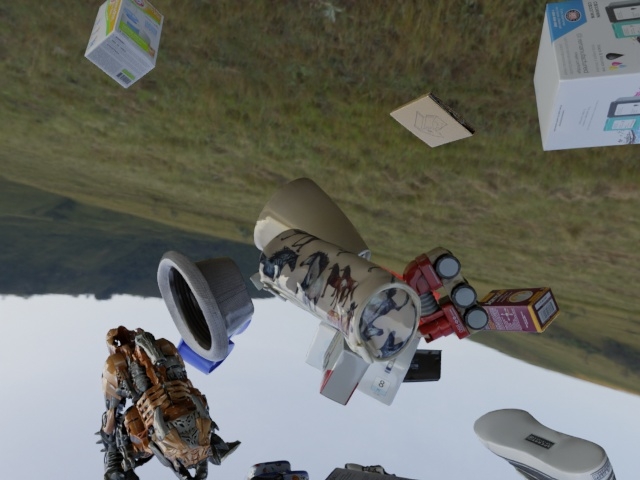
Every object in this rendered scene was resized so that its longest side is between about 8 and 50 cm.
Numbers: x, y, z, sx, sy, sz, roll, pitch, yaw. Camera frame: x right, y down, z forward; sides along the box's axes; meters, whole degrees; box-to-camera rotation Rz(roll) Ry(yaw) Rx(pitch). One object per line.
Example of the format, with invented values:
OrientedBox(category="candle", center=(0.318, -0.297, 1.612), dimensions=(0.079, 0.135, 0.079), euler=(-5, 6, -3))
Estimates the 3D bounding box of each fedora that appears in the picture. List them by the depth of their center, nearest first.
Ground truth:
OrientedBox(category="fedora", center=(-0.224, 0.117, 1.047), dimensions=(0.124, 0.243, 0.275), euler=(-25, 177, -30))

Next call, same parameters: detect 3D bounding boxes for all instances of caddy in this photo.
OrientedBox(category="caddy", center=(-0.386, 0.319, 1.788), dimensions=(0.179, 0.241, 0.341), euler=(35, -177, 5))

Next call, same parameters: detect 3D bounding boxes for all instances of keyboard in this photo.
OrientedBox(category="keyboard", center=(0.334, 0.423, 1.887), dimensions=(0.317, 0.201, 0.033), euler=(10, 170, -34))

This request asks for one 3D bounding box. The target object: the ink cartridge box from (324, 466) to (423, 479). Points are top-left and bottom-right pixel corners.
OrientedBox(category="ink cartridge box", center=(0.134, 0.584, 1.057), dimensions=(0.330, 0.071, 0.324), euler=(-3, 178, 22))

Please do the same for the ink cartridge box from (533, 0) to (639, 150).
OrientedBox(category="ink cartridge box", center=(0.556, -0.309, 0.934), dimensions=(0.270, 0.198, 0.197), euler=(-2, 152, 14))

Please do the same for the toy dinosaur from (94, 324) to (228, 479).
OrientedBox(category="toy dinosaur", center=(-0.209, 0.196, 0.649), dimensions=(0.164, 0.218, 0.322), euler=(-6, -157, -13))

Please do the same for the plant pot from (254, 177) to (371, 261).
OrientedBox(category="plant pot", center=(0.000, 0.000, 1.437), dimensions=(0.274, 0.256, 0.256), euler=(37, -165, 25))

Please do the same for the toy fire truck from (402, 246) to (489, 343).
OrientedBox(category="toy fire truck", center=(0.254, 0.156, 1.264), dimensions=(0.246, 0.217, 0.158), euler=(-29, -175, 8))

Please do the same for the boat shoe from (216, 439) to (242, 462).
OrientedBox(category="boat shoe", center=(-0.278, 0.626, 1.537), dimensions=(0.042, 0.049, 0.133), euler=(40, -173, 15))

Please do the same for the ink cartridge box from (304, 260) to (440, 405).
OrientedBox(category="ink cartridge box", center=(0.160, 0.282, 1.606), dimensions=(0.308, 0.385, 0.091), euler=(25, -165, 14))

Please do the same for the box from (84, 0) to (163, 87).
OrientedBox(category="box", center=(-0.447, -0.474, 1.174), dimensions=(0.103, 0.203, 0.114), euler=(-25, 140, 25))

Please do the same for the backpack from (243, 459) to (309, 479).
OrientedBox(category="backpack", center=(-0.157, 0.922, 1.817), dimensions=(0.263, 0.276, 0.213), euler=(10, -142, -22))

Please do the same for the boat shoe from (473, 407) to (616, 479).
OrientedBox(category="boat shoe", center=(0.388, 0.384, 0.898), dimensions=(0.108, 0.102, 0.301), euler=(-26, -175, -21))

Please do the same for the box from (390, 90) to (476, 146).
OrientedBox(category="box", center=(0.299, -0.320, 1.371), dimensions=(0.164, 0.021, 0.201), euler=(34, 169, -17))

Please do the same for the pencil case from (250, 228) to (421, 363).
OrientedBox(category="pencil case", center=(0.023, 0.106, 1.075), dimensions=(0.410, 0.183, 0.160), euler=(26, 159, 52))

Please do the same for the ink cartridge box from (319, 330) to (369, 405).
OrientedBox(category="ink cartridge box", center=(0.058, 0.286, 1.218), dimensions=(0.072, 0.127, 0.175), euler=(26, -167, -4))

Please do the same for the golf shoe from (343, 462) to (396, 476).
OrientedBox(category="golf shoe", center=(0.185, 0.848, 1.862), dimensions=(0.198, 0.094, 0.077), euler=(25, -163, -2))

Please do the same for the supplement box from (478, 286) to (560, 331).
OrientedBox(category="supplement box", center=(0.531, 0.188, 1.386), dimensions=(0.104, 0.080, 0.188), euler=(-30, -170, -33))
